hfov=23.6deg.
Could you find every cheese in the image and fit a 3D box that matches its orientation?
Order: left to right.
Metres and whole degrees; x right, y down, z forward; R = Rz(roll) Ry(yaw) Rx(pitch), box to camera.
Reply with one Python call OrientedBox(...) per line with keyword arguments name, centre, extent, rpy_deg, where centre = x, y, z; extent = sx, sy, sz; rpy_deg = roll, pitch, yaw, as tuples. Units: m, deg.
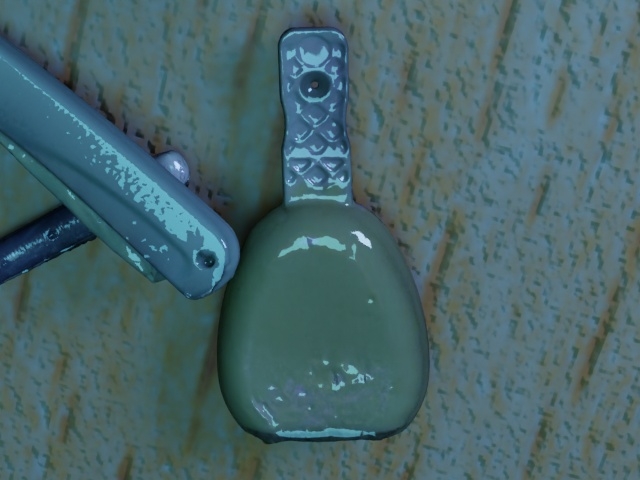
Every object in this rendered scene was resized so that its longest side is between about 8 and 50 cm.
OrientedBox(name="cheese", centre=(0.000, 0.000, 0.668), extent=(0.097, 0.037, 0.192), rpy_deg=(-1, 116, 2))

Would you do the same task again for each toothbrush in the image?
OrientedBox(name="toothbrush", centre=(-0.184, 0.029, 0.699), extent=(0.288, 0.026, 0.024), rpy_deg=(-27, 112, 12))

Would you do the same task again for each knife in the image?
OrientedBox(name="knife", centre=(-0.102, -0.033, 0.651), extent=(0.162, 0.023, 0.044), rpy_deg=(40, 110, -3))
